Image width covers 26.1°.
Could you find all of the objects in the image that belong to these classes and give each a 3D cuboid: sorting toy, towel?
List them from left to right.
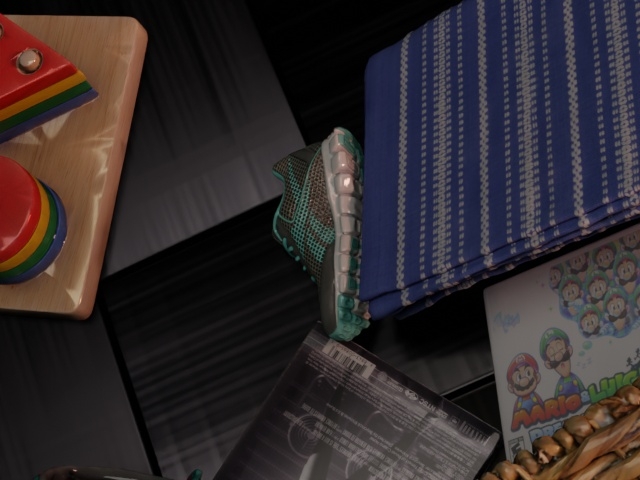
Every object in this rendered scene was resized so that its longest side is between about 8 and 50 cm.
[{"bbox_3d":[-0.294,-0.078,1.119,0.255,0.089,0.257,4,72,16],"label":"sorting toy"},{"bbox_3d":[0.159,-0.095,0.939,0.336,0.040,0.243,-24,50,35],"label":"towel"}]

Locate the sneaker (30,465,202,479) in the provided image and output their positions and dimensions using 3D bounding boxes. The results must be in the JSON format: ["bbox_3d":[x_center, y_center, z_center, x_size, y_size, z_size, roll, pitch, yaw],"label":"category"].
[{"bbox_3d":[-0.109,0.246,0.923,0.295,0.124,0.178,31,106,23],"label":"sneaker"}]

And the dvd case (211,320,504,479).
[{"bbox_3d":[0.004,0.190,0.983,0.164,0.018,0.221,30,81,22],"label":"dvd case"}]

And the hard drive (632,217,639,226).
[{"bbox_3d":[0.294,0.022,0.943,0.172,0.054,0.254,10,74,18],"label":"hard drive"}]

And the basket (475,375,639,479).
[{"bbox_3d":[0.183,0.235,0.764,0.213,0.299,0.223,-33,66,2],"label":"basket"}]

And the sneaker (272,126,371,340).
[{"bbox_3d":[0.000,0.000,1.035,0.076,0.065,0.166,-15,62,24],"label":"sneaker"}]

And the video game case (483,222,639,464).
[{"bbox_3d":[0.182,0.074,0.930,0.157,0.019,0.143,-27,58,39],"label":"video game case"}]
